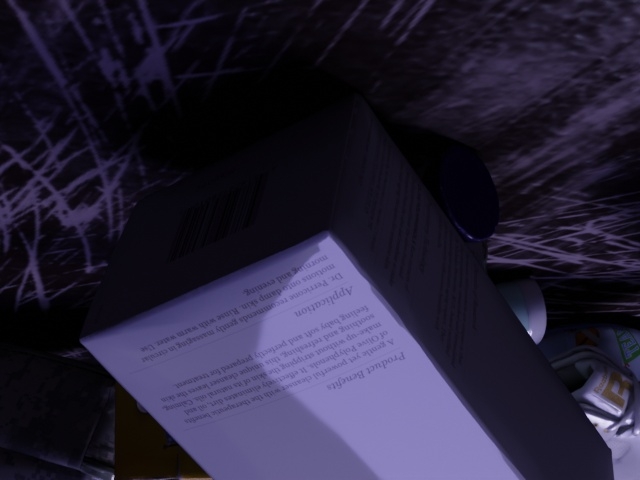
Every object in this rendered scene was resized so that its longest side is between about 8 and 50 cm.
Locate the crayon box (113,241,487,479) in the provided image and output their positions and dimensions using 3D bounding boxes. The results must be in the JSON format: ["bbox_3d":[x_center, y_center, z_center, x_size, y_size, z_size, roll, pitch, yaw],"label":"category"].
[{"bbox_3d":[-0.013,0.107,1.046,0.319,0.202,0.081,-1,162,-2],"label":"crayon box"}]

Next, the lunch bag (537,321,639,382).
[{"bbox_3d":[0.276,0.178,1.443,0.303,0.115,0.243,-12,162,29],"label":"lunch bag"}]

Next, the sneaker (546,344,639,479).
[{"bbox_3d":[0.321,0.176,1.162,0.292,0.108,0.169,-7,142,43],"label":"sneaker"}]

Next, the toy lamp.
[{"bbox_3d":[0.000,0.000,0.922,0.275,0.080,0.080,-21,154,38],"label":"toy lamp"}]

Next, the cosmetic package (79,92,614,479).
[{"bbox_3d":[0.037,0.111,0.826,0.197,0.155,0.365,-23,122,25],"label":"cosmetic package"}]

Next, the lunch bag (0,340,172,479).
[{"bbox_3d":[-0.311,0.251,1.242,0.305,0.256,0.212,13,160,17],"label":"lunch bag"}]

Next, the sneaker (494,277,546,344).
[{"bbox_3d":[0.119,0.112,1.240,0.151,0.094,0.256,-5,153,-12],"label":"sneaker"}]
